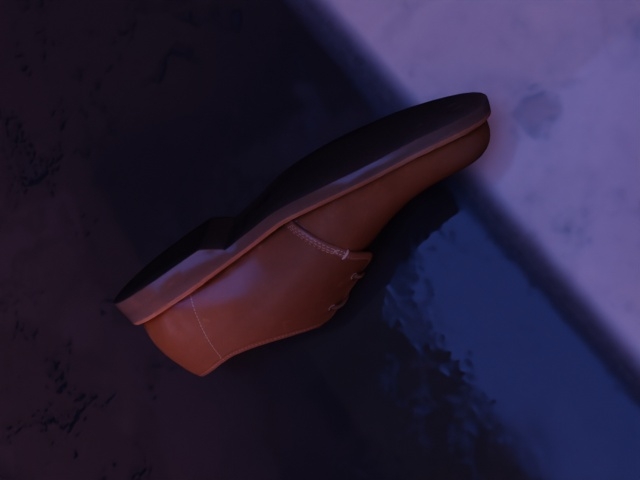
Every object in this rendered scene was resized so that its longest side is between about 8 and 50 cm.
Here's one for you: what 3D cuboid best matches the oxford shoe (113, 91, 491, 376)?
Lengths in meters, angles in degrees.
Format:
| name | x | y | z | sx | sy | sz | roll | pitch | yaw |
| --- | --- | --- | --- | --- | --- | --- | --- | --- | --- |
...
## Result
| name | x | y | z | sx | sy | sz | roll | pitch | yaw |
| --- | --- | --- | --- | --- | --- | --- | --- | --- | --- |
| oxford shoe | 0.000 | 0.000 | 0.370 | 0.212 | 0.076 | 0.076 | -32 | 105 | 19 |
